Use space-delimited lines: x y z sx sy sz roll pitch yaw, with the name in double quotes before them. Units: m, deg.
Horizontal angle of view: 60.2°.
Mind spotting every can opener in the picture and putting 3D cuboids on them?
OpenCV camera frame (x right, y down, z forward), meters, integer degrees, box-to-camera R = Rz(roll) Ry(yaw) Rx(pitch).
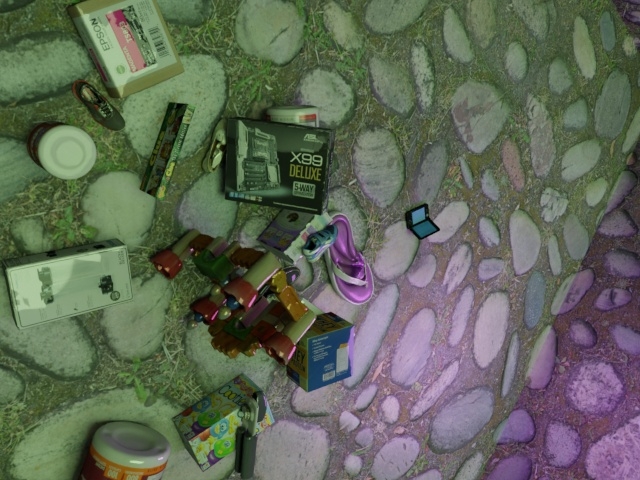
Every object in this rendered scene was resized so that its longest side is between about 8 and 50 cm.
"can opener" -0.218 0.619 1.748 0.093 0.074 0.280 1 105 -38

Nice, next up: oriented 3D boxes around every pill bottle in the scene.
"pill bottle" -0.611 -0.215 1.288 0.121 0.216 0.121 -11 110 -34
"pill bottle" -0.080 -0.269 1.709 0.161 0.161 0.283 -14 112 -33
"pill bottle" -0.599 0.751 1.588 0.224 0.224 0.392 18 92 -39

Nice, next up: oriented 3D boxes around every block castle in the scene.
"block castle" -0.258 0.162 1.527 0.213 0.453 0.303 -48 128 -25

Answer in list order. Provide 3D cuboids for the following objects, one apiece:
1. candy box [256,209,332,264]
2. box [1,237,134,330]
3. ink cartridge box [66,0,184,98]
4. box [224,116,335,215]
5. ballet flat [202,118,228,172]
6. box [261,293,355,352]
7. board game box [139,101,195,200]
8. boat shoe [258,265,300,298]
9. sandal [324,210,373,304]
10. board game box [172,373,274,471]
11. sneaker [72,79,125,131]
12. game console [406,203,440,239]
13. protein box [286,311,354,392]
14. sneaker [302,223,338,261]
"candy box" -0.084 -0.035 1.775 0.196 0.165 0.070 -50 128 -14
"box" -0.652 0.106 1.439 0.290 0.087 0.169 -15 113 -34
"ink cartridge box" -0.480 -0.500 1.383 0.193 0.088 0.234 -35 123 -25
"box" -0.120 -0.219 1.606 0.076 0.308 0.242 -50 149 -67
"ballet flat" -0.294 -0.273 1.615 0.057 0.052 0.168 19 92 -37
"box" -0.038 0.365 2.002 0.322 0.058 0.232 39 79 -36
"board game box" -0.413 -0.243 1.482 0.030 0.136 0.259 18 92 -36
"boat shoe" -0.141 0.154 1.853 0.206 0.065 0.075 -29 119 -27
"sandal" 0.106 0.085 1.995 0.169 0.102 0.416 -40 124 -21
"board game box" -0.314 0.589 1.807 0.275 0.142 0.144 -29 120 -27
"sneaker" -0.554 -0.334 1.392 0.061 0.065 0.158 -53 127 -12
"game console" 0.409 -0.076 2.196 0.122 0.071 0.107 -24 117 -30
"protein box" -0.002 0.381 1.911 0.200 0.136 0.201 -11 110 -34
"sneaker" 0.000 0.000 1.709 0.144 0.053 0.059 -51 136 -16
